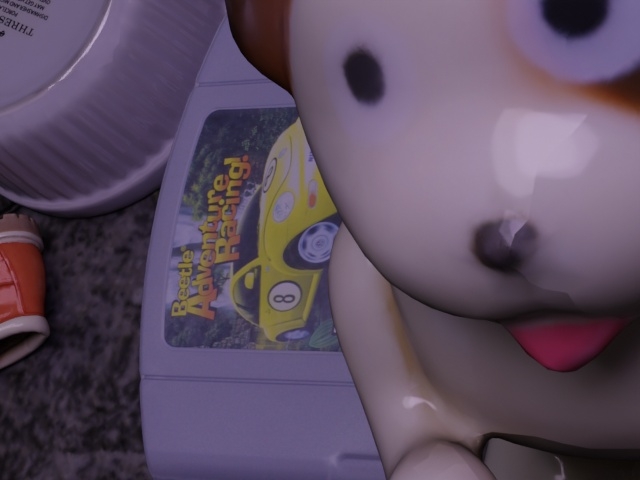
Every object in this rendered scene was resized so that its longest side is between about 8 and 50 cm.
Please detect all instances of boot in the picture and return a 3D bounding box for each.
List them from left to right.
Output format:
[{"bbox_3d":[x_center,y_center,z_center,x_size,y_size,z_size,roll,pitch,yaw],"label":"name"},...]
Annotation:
[{"bbox_3d":[-0.232,0.053,1.075,0.158,0.059,0.085,-26,66,17],"label":"boot"}]

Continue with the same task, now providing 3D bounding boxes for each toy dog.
[{"bbox_3d":[0.142,-0.034,0.687,0.284,0.408,0.395,7,75,30],"label":"toy dog"}]

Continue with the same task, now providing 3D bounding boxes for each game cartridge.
[{"bbox_3d":[0.000,0.000,0.970,0.196,0.060,0.294,-3,70,32],"label":"game cartridge"}]

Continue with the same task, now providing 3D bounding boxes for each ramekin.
[{"bbox_3d":[-0.158,-0.127,1.071,0.207,0.109,0.207,-11,66,26],"label":"ramekin"}]
